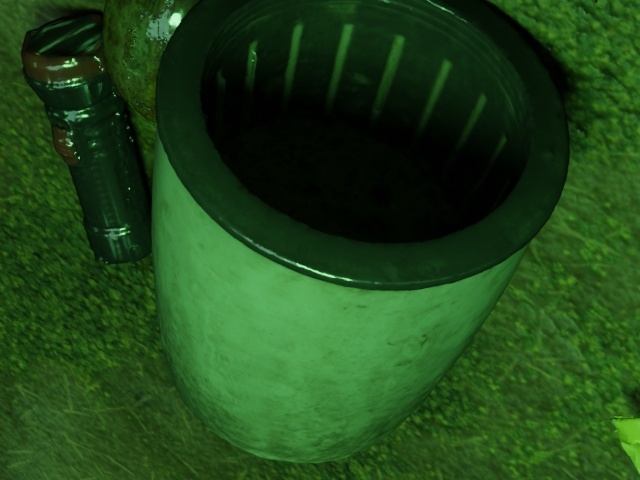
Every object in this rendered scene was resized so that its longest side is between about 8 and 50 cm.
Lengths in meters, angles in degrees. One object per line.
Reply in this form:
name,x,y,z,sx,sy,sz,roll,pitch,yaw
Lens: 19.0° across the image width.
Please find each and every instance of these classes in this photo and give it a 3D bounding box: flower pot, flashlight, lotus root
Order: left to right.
flashlight,-0.197,-0.082,1.677,0.093,0.093,0.232,14,132,29
lotus root,-0.112,-0.170,1.518,0.120,0.120,0.209,28,138,16
flower pot,0.000,0.000,1.448,0.293,0.293,0.330,33,143,11

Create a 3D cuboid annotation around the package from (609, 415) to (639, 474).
package,0.339,0.210,1.501,0.168,0.090,0.226,-12,119,40
